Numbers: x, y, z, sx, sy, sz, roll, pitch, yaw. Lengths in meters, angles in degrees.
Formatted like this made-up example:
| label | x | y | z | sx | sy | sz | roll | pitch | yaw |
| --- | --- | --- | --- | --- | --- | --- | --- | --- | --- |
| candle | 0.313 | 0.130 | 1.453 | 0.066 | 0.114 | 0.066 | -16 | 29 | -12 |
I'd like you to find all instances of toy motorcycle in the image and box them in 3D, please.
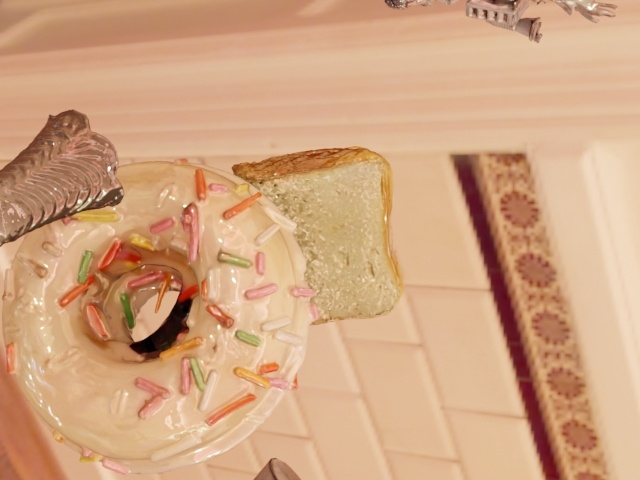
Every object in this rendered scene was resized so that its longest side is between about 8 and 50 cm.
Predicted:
| label | x | y | z | sx | sy | sz | roll | pitch | yaw |
| --- | --- | --- | --- | --- | --- | --- | --- | --- | --- |
| toy motorcycle | 0.228 | -0.369 | 1.742 | 0.207 | 0.401 | 0.134 | -54 | 159 | -22 |

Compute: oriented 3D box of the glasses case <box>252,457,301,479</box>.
| label | x | y | z | sx | sy | sz | roll | pitch | yaw |
| --- | --- | --- | --- | --- | --- | --- | --- | --- | --- |
| glasses case | -0.128 | 0.422 | 1.622 | 0.060 | 0.114 | 0.299 | 30 | 105 | -41 |

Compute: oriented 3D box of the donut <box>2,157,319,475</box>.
| label | x | y | z | sx | sy | sz | roll | pitch | yaw |
| --- | --- | --- | --- | --- | --- | --- | --- | --- | --- |
| donut | -0.196 | 0.080 | 1.443 | 0.142 | 0.382 | 0.383 | 47 | 52 | -70 |

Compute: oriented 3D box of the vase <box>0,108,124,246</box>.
| label | x | y | z | sx | sy | sz | roll | pitch | yaw |
| --- | --- | --- | --- | --- | --- | --- | --- | --- | --- |
| vase | -0.312 | -0.028 | 1.214 | 0.237 | 0.115 | 0.115 | -38 | 121 | -39 |

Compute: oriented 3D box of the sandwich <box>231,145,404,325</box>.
| label | x | y | z | sx | sy | sz | roll | pitch | yaw |
| --- | --- | --- | --- | --- | --- | --- | --- | --- | --- |
| sandwich | 0.000 | 0.000 | 1.787 | 0.087 | 0.226 | 0.251 | -115 | -164 | -71 |
